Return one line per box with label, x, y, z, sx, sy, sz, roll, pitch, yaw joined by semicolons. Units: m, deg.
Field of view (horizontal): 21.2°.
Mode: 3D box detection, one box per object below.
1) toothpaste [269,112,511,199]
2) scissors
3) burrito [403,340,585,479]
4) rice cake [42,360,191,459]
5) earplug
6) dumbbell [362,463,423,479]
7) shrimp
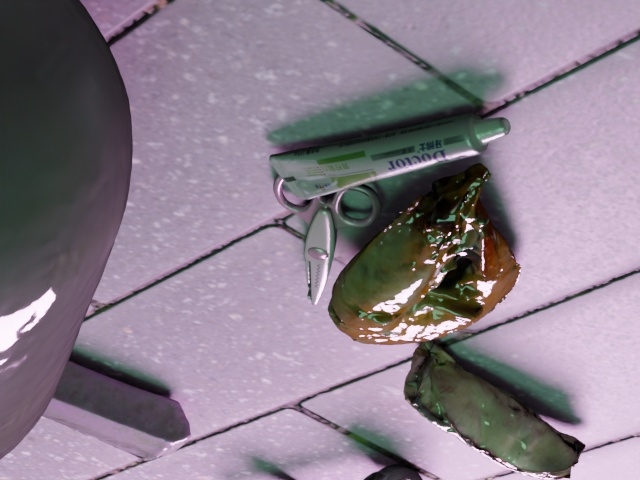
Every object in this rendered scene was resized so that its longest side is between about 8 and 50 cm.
toothpaste;0.050;-0.063;1.236;0.197;0.029;0.048;-12;129;34
scissors;0.000;0.000;1.362;0.085;0.022;0.176;13;146;3
burrito;0.158;0.163;1.545;0.058;0.063;0.229;-41;125;20
rice cake;-0.287;0.126;1.629;0.365;0.056;0.073;26;152;-23
earplug;-0.290;-0.029;1.127;0.313;0.312;0.394;17;148;-10
dumbbell;0.008;0.288;1.769;0.254;0.110;0.110;-6;146;37
shrimp;0.092;0.018;1.330;0.145;0.061;0.267;4;146;-10
